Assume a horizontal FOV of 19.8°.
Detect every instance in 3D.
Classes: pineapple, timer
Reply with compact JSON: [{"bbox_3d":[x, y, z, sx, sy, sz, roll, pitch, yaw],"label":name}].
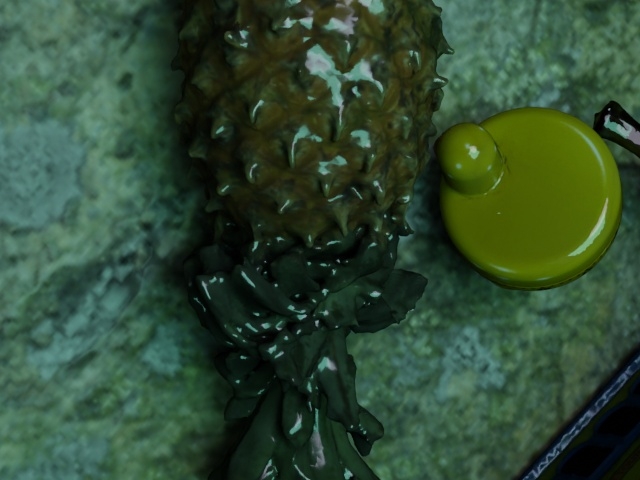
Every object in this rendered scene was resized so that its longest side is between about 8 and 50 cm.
[{"bbox_3d":[0.000,0.000,0.988,0.170,0.141,0.310,-14,109,-49],"label":"pineapple"},{"bbox_3d":[0.118,-0.027,1.048,0.107,0.109,0.107,-3,74,12],"label":"timer"}]

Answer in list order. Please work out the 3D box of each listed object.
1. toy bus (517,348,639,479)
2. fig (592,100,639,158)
[{"bbox_3d":[0.197,0.182,1.062,0.288,0.175,0.138,-44,102,-16],"label":"toy bus"},{"bbox_3d":[0.283,-0.018,1.104,0.274,0.145,0.170,24,42,-19],"label":"fig"}]
